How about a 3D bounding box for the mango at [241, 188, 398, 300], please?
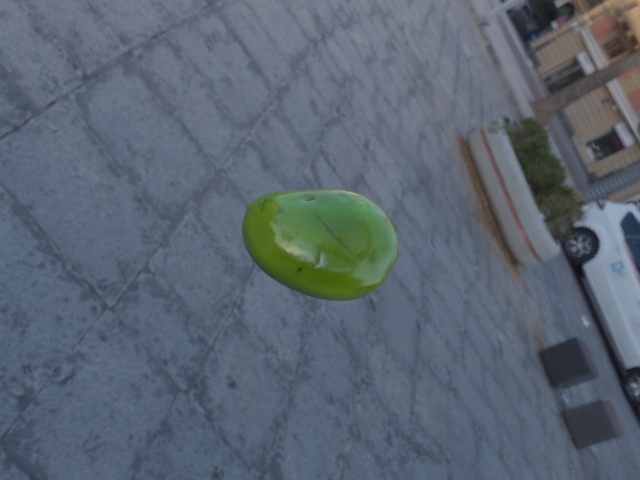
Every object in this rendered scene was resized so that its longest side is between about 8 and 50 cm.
[{"bbox_3d":[0.002,0.006,0.713,0.163,0.089,0.117,-4,71,-24],"label":"mango"}]
